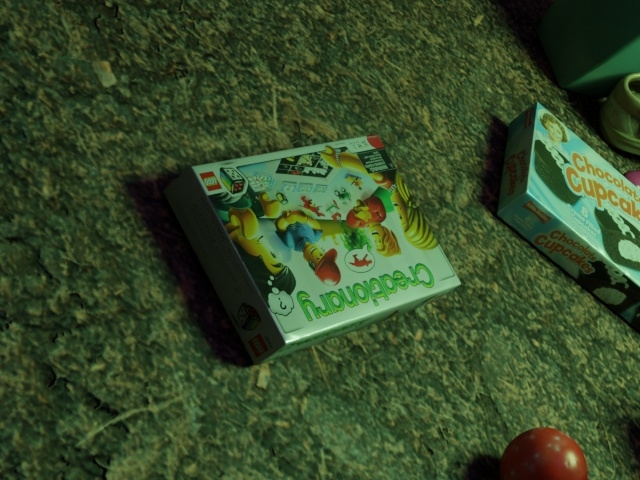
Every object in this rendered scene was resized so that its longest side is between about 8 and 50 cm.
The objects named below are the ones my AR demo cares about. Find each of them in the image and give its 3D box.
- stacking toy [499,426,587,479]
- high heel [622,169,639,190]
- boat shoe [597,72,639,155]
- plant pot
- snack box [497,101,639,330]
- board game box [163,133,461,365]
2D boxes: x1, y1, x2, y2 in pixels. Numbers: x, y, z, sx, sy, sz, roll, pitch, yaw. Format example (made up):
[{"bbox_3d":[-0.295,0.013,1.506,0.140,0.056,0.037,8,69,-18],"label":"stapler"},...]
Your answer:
[{"bbox_3d":[0.306,0.327,1.429,0.330,0.141,0.141,53,37,6],"label":"stacking toy"},{"bbox_3d":[0.532,-0.067,1.991,0.244,0.117,0.082,23,49,-34],"label":"high heel"},{"bbox_3d":[0.571,-0.164,1.998,0.341,0.110,0.122,7,60,-6],"label":"boat shoe"},{"bbox_3d":[0.435,-0.311,1.989,0.165,0.234,0.166,7,55,-43],"label":"plant pot"},{"bbox_3d":[0.365,-0.016,1.821,0.322,0.060,0.187,37,39,-20],"label":"snack box"},{"bbox_3d":[0.000,0.000,1.426,0.305,0.053,0.193,-15,73,-51],"label":"board game box"}]
